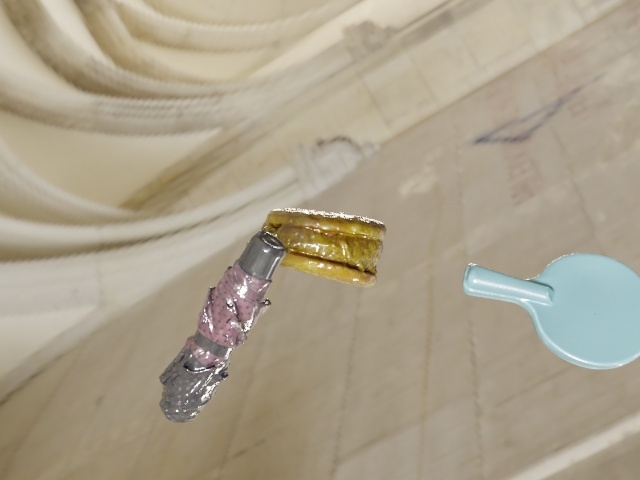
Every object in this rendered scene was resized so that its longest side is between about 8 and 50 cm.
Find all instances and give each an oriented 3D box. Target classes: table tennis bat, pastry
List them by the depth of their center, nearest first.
[{"bbox_3d":[0.295,0.075,1.634,0.040,0.244,0.153,98,-174,-63],"label":"table tennis bat"},{"bbox_3d":[0.000,0.000,2.395,0.240,0.235,0.132,31,-106,-80],"label":"pastry"}]

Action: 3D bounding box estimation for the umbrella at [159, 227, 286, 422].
[{"bbox_3d":[-0.140,0.124,1.897,0.090,0.326,0.094,33,-160,6],"label":"umbrella"}]
